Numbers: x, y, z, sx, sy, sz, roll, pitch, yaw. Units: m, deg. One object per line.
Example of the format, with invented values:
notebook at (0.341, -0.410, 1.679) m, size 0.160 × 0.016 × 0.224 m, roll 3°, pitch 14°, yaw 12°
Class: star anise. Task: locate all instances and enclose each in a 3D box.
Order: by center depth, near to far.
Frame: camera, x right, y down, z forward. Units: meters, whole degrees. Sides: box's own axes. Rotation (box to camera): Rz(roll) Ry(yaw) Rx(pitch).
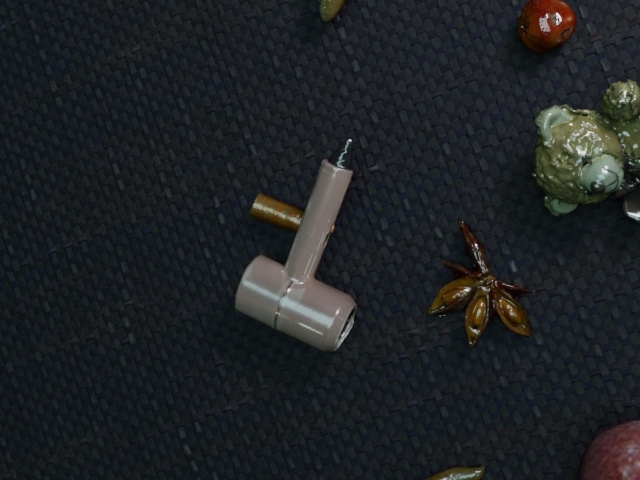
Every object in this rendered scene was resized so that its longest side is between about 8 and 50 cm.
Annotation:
star anise at (0.249, 0.092, 1.462) m, size 0.157 × 0.053 × 0.212 m, roll -45°, pitch 82°, yaw 9°

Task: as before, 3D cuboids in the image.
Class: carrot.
carrot at (-0.050, -0.039, 1.535) m, size 0.139 × 0.048 × 0.048 m, roll 20°, pitch 94°, yaw 10°

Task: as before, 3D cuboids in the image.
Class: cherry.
cherry at (0.496, 0.376, 1.321) m, size 0.236 × 0.285 × 0.213 m, roll 4°, pitch 127°, yaw 27°

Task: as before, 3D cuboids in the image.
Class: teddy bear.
teddy bear at (0.447, -0.134, 1.366) m, size 0.256 × 0.156 × 0.267 m, roll -13°, pitch 117°, yaw 9°

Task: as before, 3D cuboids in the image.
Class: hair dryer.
hair dryer at (0.000, 0.000, 1.462) m, size 0.189 × 0.107 × 0.344 m, roll 24°, pitch 109°, yaw 12°

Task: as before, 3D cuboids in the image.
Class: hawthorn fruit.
hawthorn fruit at (0.359, -0.340, 1.427) m, size 0.093 × 0.093 × 0.093 m, roll 0°, pitch 90°, yaw 13°

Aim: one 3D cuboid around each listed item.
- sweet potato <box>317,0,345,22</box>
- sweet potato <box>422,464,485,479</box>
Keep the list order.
sweet potato at (0.101, -0.493, 1.471) m, size 0.310 × 0.098 × 0.124 m, roll -34°, pitch 53°, yaw 14°
sweet potato at (0.151, 0.418, 1.481) m, size 0.249 × 0.059 × 0.069 m, roll -15°, pitch 50°, yaw 11°
